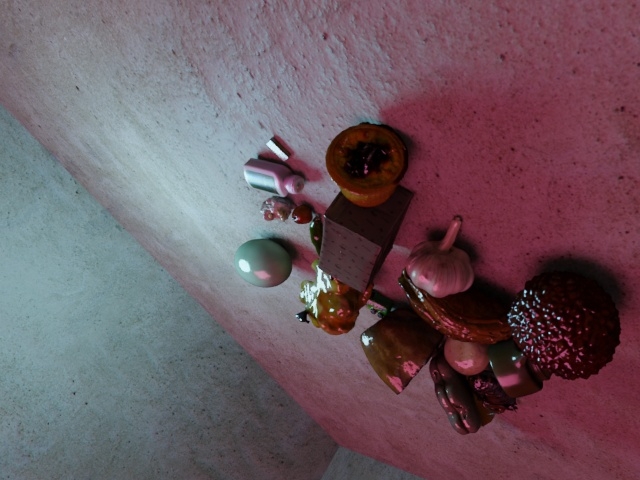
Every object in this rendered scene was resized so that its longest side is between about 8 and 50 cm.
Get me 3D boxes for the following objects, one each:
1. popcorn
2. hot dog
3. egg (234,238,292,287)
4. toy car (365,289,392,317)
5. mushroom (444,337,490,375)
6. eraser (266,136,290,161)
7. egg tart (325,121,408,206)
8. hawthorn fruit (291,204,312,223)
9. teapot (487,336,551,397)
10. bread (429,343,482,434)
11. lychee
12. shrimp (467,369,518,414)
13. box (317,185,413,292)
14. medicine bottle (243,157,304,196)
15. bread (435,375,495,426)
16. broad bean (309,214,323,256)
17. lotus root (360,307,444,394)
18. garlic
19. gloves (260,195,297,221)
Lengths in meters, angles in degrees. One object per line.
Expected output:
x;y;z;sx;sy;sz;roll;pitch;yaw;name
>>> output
0.064;0.197;1.806;0.281;0.297;0.316;10;151;-43;popcorn
0.413;0.213;1.547;0.387;0.174;0.267;28;171;19;hot dog
-0.243;0.095;2.074;0.282;0.203;0.203;10;140;38;egg
0.203;0.235;1.927;0.165;0.071;0.062;29;134;15;toy car
0.518;0.390;1.729;0.166;0.166;0.127;11;179;38;mushroom
-0.137;-0.296;1.598;0.083;0.019;0.038;44;152;-11;eraser
0.122;-0.191;1.298;0.215;0.215;0.171;29;164;15;egg tart
-0.066;-0.091;1.750;0.077;0.077;0.077;27;149;18;hawthorn fruit
0.659;0.391;1.561;0.175;0.185;0.267;-28;147;28;teapot
0.476;0.526;1.786;0.102;0.337;0.183;-28;136;20;bread
0.617;0.222;1.255;0.264;0.264;0.300;20;126;29;lychee
0.650;0.551;1.837;0.137;0.172;0.372;-16;141;23;shrimp
0.126;-0.027;1.484;0.190;0.225;0.297;28;150;13;box
-0.158;-0.210;1.681;0.219;0.078;0.115;18;144;32;medicine bottle
0.607;0.657;2.031;0.257;0.124;0.186;47;156;-17;bread
-0.004;-0.001;1.841;0.065;0.046;0.254;6;139;23;broad bean
0.313;0.383;1.865;0.250;0.316;0.316;45;153;17;lotus root
0.361;0.039;1.404;0.199;0.199;0.226;26;123;19;garlic
-0.165;-0.119;1.802;0.144;0.110;0.094;6;95;42;gloves
